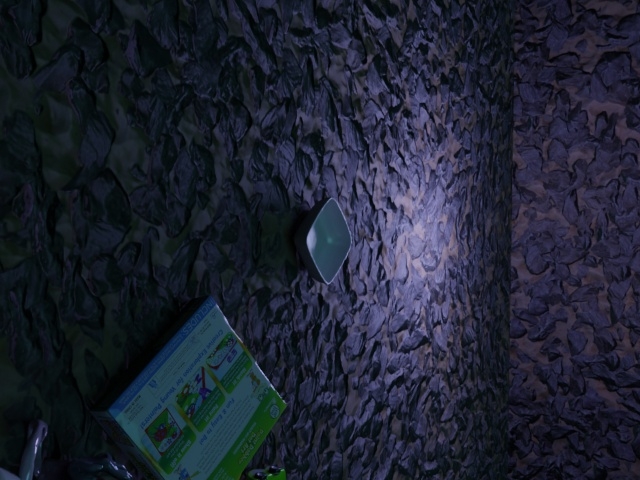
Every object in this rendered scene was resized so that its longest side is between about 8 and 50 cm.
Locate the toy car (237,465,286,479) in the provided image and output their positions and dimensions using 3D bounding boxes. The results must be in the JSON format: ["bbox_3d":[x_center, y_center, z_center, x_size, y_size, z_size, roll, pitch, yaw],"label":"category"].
[{"bbox_3d":[-0.142,0.442,1.208,0.225,0.053,0.239,5,89,-58],"label":"toy car"}]

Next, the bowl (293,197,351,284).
[{"bbox_3d":[0.000,0.000,1.392,0.142,0.053,0.142,-59,137,-36],"label":"bowl"}]

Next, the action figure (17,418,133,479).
[{"bbox_3d":[-0.332,0.440,0.784,0.276,0.248,0.370,40,81,-13],"label":"action figure"}]

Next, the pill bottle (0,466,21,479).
[{"bbox_3d":[-0.425,0.242,0.646,0.278,0.162,0.162,48,53,-48],"label":"pill bottle"}]

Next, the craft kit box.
[{"bbox_3d":[-0.188,0.256,1.068,0.246,0.061,0.250,58,44,-19],"label":"craft kit box"}]
